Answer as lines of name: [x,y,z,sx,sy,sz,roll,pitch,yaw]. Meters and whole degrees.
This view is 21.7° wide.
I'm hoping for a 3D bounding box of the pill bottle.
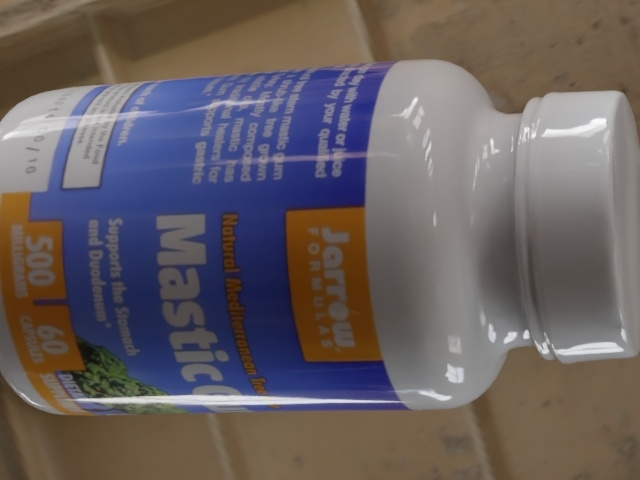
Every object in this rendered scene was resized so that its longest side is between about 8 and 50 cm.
pill bottle: [0.000,0.000,0.730,0.272,0.152,0.152,-3,-73,19]
